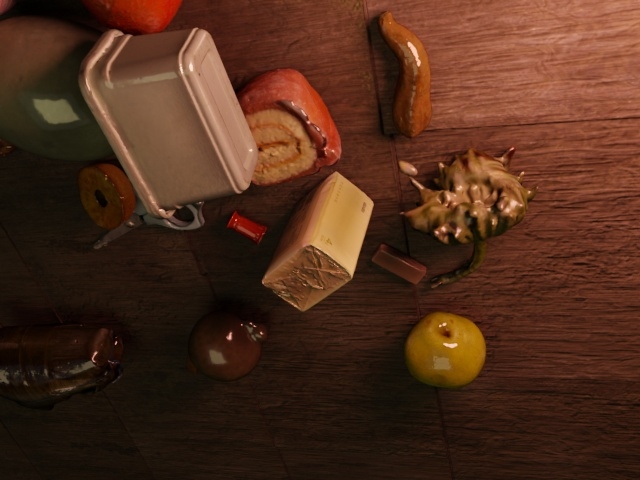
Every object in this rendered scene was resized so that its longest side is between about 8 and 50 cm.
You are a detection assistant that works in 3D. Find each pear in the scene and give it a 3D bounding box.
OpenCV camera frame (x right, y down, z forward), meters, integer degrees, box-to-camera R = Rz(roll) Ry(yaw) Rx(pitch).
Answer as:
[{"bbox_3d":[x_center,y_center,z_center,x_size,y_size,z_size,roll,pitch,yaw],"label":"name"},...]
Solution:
[{"bbox_3d":[0.273,0.253,1.535,0.180,0.166,0.216,-3,150,3],"label":"pear"}]

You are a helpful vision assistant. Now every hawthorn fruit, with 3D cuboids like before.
[{"bbox_3d":[-0.319,-0.419,1.152,0.196,0.197,0.225,23,143,-2],"label":"hawthorn fruit"}]

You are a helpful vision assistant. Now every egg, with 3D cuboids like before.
[{"bbox_3d":[-0.481,-0.276,1.265,0.352,0.258,0.259,16,131,0],"label":"egg"}]

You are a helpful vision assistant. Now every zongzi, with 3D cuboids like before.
[{"bbox_3d":[-0.693,0.382,1.931,0.403,0.208,0.432,-5,145,8],"label":"zongzi"}]

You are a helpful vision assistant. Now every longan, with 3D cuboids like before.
[{"bbox_3d":[-0.222,0.251,1.673,0.204,0.159,0.185,-21,120,14],"label":"longan"}]

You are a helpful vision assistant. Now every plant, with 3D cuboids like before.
[{"bbox_3d":[0.295,-0.046,1.342,0.250,0.180,0.333,-9,157,15],"label":"plant"}]

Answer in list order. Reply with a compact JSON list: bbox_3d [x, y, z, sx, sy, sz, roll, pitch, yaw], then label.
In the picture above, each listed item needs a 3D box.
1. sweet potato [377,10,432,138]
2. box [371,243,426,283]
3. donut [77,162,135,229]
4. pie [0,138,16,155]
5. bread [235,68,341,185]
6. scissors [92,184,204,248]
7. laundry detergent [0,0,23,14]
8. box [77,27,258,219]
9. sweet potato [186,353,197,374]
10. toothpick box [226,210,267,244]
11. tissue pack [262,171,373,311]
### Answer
[{"bbox_3d":[0.152,-0.282,1.196,0.081,0.062,0.233,-1,124,20],"label":"sweet potato"},{"bbox_3d":[0.168,0.050,1.478,0.115,0.025,0.048,28,135,-6],"label":"box"},{"bbox_3d":[-0.465,-0.100,1.509,0.151,0.058,0.152,17,123,28],"label":"donut"},{"bbox_3d":[-0.707,-0.232,1.514,0.169,0.034,0.092,-26,112,31],"label":"pie"},{"bbox_3d":[-0.094,-0.205,1.290,0.244,0.123,0.190,-16,120,27],"label":"bread"},{"bbox_3d":[-0.419,-0.050,1.575,0.360,0.029,0.191,-28,117,33],"label":"scissors"},{"bbox_3d":[-0.609,-0.390,1.158,0.159,0.335,0.088,-26,116,33],"label":"laundry detergent"},{"bbox_3d":[-0.234,-0.199,1.152,0.182,0.175,0.312,-6,131,17],"label":"box"},{"bbox_3d":[-0.342,0.322,1.848,0.034,0.034,0.095,8,120,11],"label":"sweet potato"},{"bbox_3d":[-0.162,-0.029,1.502,0.083,0.047,0.047,29,130,-6],"label":"toothpick box"},{"bbox_3d":[0.000,0.000,1.352,0.125,0.234,0.159,39,129,-17],"label":"tissue pack"}]
